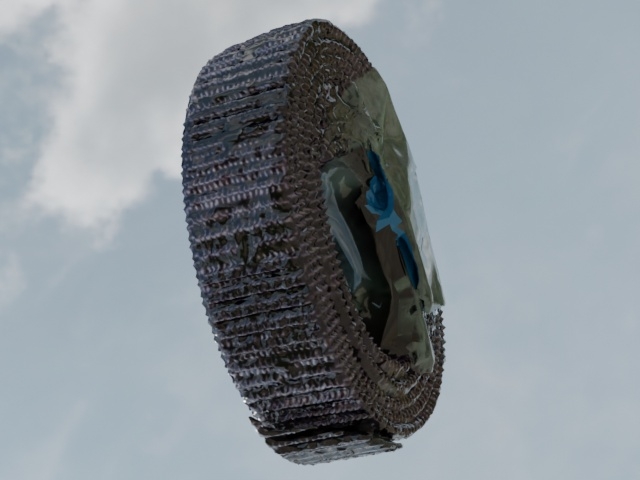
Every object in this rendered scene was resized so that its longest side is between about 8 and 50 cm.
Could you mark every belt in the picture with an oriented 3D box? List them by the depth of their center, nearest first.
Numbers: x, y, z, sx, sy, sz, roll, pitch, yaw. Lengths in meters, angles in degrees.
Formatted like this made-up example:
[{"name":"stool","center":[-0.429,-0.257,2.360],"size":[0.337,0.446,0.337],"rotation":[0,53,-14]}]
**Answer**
[{"name":"belt","center":[0.000,0.000,1.048],"size":[0.260,0.122,0.325],"rotation":[-12,-92,-65]}]
